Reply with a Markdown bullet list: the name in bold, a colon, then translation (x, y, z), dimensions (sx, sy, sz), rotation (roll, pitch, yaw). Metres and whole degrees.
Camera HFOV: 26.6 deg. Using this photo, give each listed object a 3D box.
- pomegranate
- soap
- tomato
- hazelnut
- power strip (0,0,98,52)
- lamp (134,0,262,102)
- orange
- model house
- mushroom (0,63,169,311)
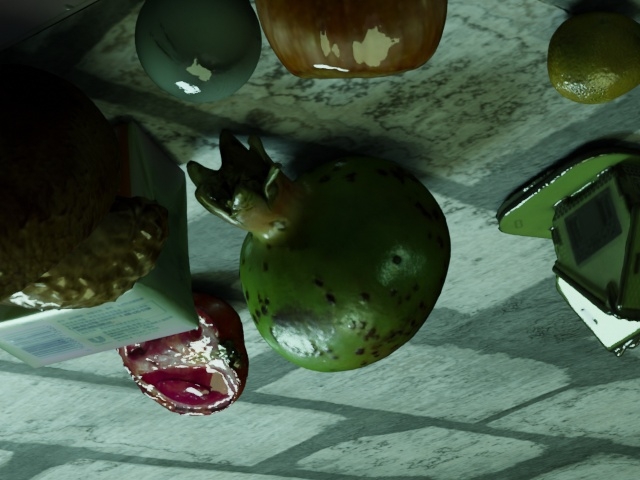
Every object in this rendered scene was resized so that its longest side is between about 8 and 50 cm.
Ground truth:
- **pomegranate**: translation (0.016, -0.005, 1.382), dimensions (0.231, 0.231, 0.286), rotation (-13, 127, 12)
- **soap**: translation (-0.234, 0.007, 1.328), dimensions (0.199, 0.182, 0.138), rotation (-15, 153, 17)
- **tomato**: translation (-0.168, 0.127, 1.727), dimensions (0.173, 0.099, 0.189), rotation (-4, 120, 29)
- **hazelnut**: translation (0.021, -0.194, 1.025), dimensions (0.150, 0.150, 0.150), rotation (-6, 156, -3)
- **power strip**: translation (-0.242, -0.201, 1.042), dimensions (0.279, 0.037, 0.109), rotation (-21, 153, 27)
- **lamp**: translation (-0.098, -0.164, 1.090), dimensions (0.105, 0.105, 0.105), rotation (-6, 156, -3)
- **orange**: translation (0.250, -0.165, 1.211), dimensions (0.095, 0.085, 0.085), rotation (-11, 157, 26)
- **model house**: translation (0.348, 0.061, 1.508), dimensions (0.218, 0.279, 0.205), rotation (7, 151, -31)
- **mushroom**: translation (-0.314, -0.028, 1.111), dimensions (0.345, 0.239, 0.345), rotation (-23, 171, -4)
